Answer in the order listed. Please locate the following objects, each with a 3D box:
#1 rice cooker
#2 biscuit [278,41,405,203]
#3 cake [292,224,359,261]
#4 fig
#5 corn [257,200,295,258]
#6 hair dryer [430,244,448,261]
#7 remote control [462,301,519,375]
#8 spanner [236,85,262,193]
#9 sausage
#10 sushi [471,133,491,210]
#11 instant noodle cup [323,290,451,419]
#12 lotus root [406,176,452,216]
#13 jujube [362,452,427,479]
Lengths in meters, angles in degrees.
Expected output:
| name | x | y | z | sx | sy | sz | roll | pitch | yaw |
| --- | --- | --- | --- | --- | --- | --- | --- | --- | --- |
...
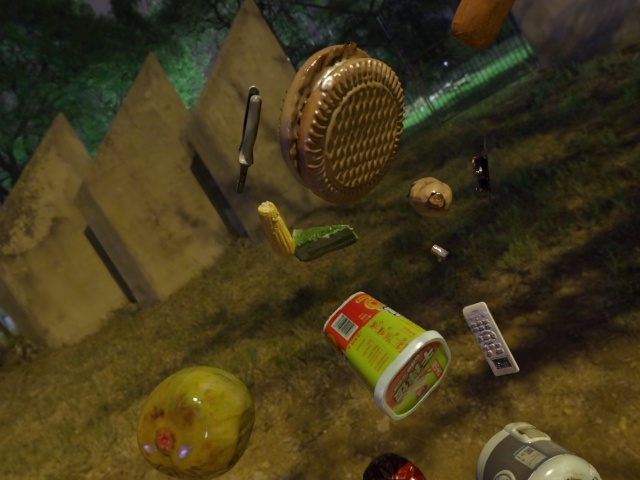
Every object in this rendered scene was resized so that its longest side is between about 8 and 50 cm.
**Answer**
| name | x | y | z | sx | sy | sz | roll | pitch | yaw |
| --- | --- | --- | --- | --- | --- | --- | --- | --- | --- |
| rice cooker | 0.609 | 0.690 | 1.344 | 0.288 | 0.288 | 0.277 | -32 | 11 | -12 |
| biscuit | 0.042 | -0.185 | 0.779 | 0.259 | 0.259 | 0.079 | -34 | 44 | -31 |
| cake | 0.015 | -0.015 | 1.688 | 0.235 | 0.100 | 0.099 | -22 | 44 | 20 |
| fig | -0.353 | 0.530 | 1.420 | 0.343 | 0.343 | 0.343 | -30 | 5 | 3 |
| corn | -0.127 | -0.024 | 1.386 | 0.068 | 0.206 | 0.067 | -12 | 42 | 11 |
| hair dryer | 0.487 | 0.063 | 1.955 | 0.037 | 0.063 | 0.114 | -52 | -22 | -13 |
| remote control | 0.709 | 0.405 | 1.975 | 0.109 | 0.312 | 0.055 | -29 | -3 | 41 |
| spanner | -0.205 | -0.266 | 1.333 | 0.040 | 0.095 | 0.324 | 4 | -50 | -17 |
| sausage | 0.400 | -0.584 | 1.031 | 0.112 | 0.112 | 0.328 | -39 | -21 | -58 |
| sushi | 0.459 | -0.183 | 1.366 | 0.040 | 0.192 | 0.210 | -5 | -14 | 17 |
| instant noodle cup | 0.185 | 0.327 | 1.443 | 0.294 | 0.293 | 0.308 | -33 | 44 | -21 |
| lotus root | 0.387 | -0.151 | 1.686 | 0.257 | 0.155 | 0.140 | -61 | -9 | -76 |
| jujube | 0.270 | 0.885 | 1.680 | 0.213 | 0.212 | 0.232 | -33 | 43 | -20 |
